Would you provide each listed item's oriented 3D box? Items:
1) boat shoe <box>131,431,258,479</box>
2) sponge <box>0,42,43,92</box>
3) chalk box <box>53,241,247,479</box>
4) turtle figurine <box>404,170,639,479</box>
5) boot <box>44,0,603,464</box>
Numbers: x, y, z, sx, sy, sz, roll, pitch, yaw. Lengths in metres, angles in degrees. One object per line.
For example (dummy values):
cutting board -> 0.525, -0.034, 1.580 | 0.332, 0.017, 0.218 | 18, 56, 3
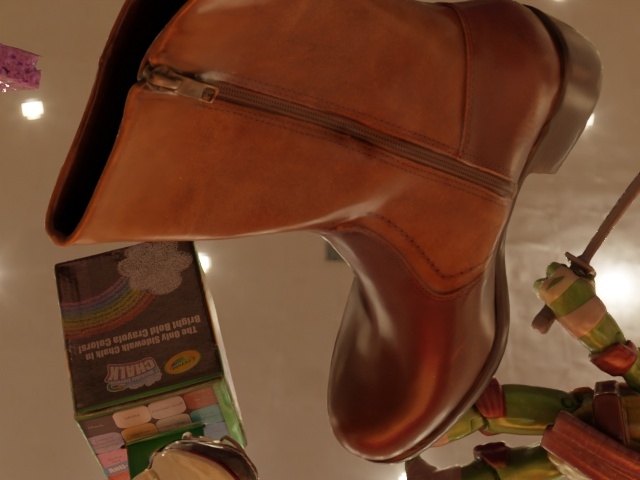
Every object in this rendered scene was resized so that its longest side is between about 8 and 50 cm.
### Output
boat shoe -> -0.058, 0.118, 0.688 | 0.043, 0.137, 0.049 | -34, -90, -26
sponge -> -0.334, -0.141, 1.107 | 0.210, 0.031, 0.117 | 1, 174, 44
chalk box -> -0.145, 0.123, 1.199 | 0.132, 0.132, 0.213 | -14, -127, -3
turtle figurine -> 0.184, 0.106, 1.045 | 0.266, 0.198, 0.275 | -13, -109, 5
boot -> 0.000, 0.000, 0.624 | 0.280, 0.264, 0.096 | 1, -145, -51
